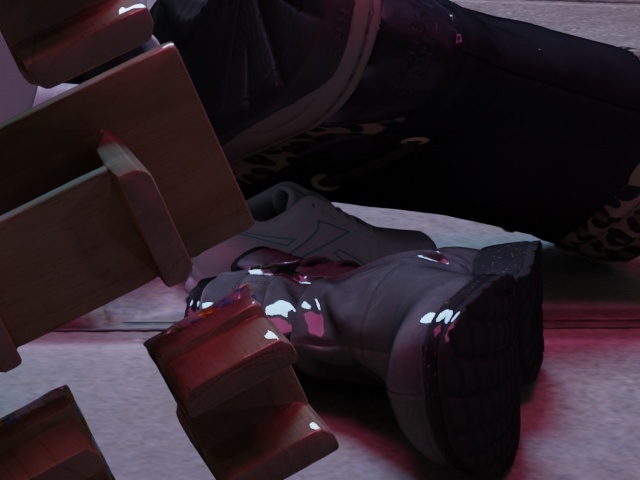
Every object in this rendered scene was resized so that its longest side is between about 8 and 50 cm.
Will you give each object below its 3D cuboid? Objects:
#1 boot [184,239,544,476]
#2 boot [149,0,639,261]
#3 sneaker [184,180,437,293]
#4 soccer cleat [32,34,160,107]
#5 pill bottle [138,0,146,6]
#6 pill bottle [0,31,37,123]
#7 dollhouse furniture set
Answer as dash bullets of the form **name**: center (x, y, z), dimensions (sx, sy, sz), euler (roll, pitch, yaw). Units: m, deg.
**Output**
- **boot**: center (0.011, 0.048, 0.873), dimensions (0.161, 0.083, 0.246), euler (-1, 8, 12)
- **boot**: center (0.042, -0.067, 1.161), dimensions (0.284, 0.138, 0.377), euler (13, -14, -21)
- **sneaker**: center (0.000, 0.000, 1.059), dimensions (0.152, 0.061, 0.053), euler (-3, 14, -30)
- **soccer cleat**: center (-0.146, -0.099, 1.143), dimensions (0.143, 0.116, 0.331), euler (-19, 25, 14)
- **pill bottle**: center (-0.272, -0.181, 1.507), dimensions (0.264, 0.153, 0.153), euler (0, 15, -11)
- **pill bottle**: center (-0.318, -0.102, 0.852), dimensions (0.361, 0.204, 0.204), euler (2, 13, 25)
- **dollhouse furniture set**: center (-0.150, 0.011, 0.693), dimensions (0.242, 0.212, 0.161), euler (-27, 23, -9)
